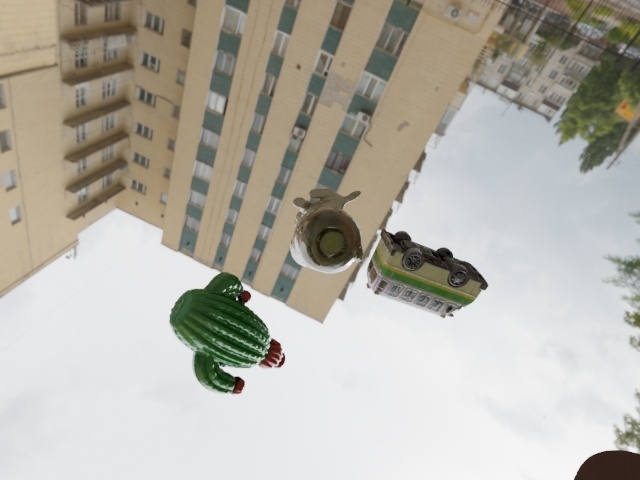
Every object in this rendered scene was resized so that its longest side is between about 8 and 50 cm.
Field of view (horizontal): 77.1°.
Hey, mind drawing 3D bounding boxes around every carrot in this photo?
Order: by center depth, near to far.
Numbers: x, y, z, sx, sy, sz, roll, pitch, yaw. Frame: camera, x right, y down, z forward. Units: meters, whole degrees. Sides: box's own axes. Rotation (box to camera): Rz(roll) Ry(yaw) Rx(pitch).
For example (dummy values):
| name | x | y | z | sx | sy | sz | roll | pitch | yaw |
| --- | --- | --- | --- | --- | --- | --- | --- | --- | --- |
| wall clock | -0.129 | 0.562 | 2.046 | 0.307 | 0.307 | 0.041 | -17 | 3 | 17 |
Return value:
| name | x | y | z | sx | sy | sz | roll | pitch | yaw |
| --- | --- | --- | --- | --- | --- | --- | --- | --- | --- |
| carrot | 0.000 | 0.000 | 0.840 | 0.139 | 0.138 | 0.302 | 15 | 174 | -13 |

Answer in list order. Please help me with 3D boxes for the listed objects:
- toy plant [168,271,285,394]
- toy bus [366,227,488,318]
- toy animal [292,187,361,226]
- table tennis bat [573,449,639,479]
| name | x | y | z | sx | sy | sz | roll | pitch | yaw |
| --- | --- | --- | --- | --- | --- | --- | --- | --- | --- |
| toy plant | -0.144 | 0.166 | 0.650 | 0.088 | 0.240 | 0.154 | -2 | -147 | 36 |
| toy bus | 0.291 | 0.105 | 1.140 | 0.306 | 0.178 | 0.143 | 20 | -159 | -14 |
| toy animal | 0.018 | -0.074 | 1.138 | 0.184 | 0.185 | 0.104 | -16 | -111 | -8 |
| table tennis bat | 0.407 | 0.426 | 0.538 | 0.021 | 0.154 | 0.274 | 36 | -112 | -27 |
